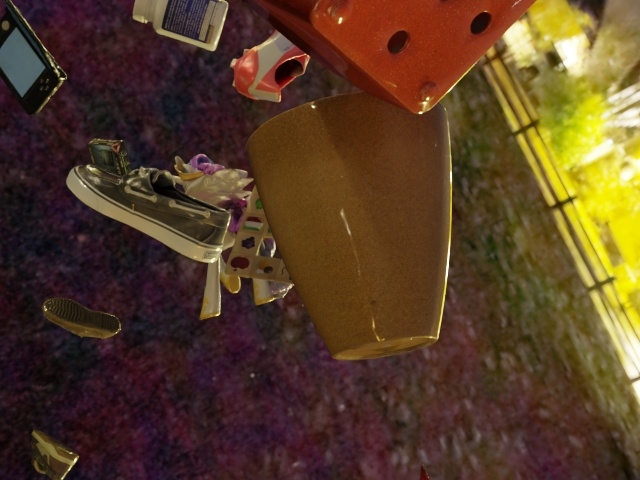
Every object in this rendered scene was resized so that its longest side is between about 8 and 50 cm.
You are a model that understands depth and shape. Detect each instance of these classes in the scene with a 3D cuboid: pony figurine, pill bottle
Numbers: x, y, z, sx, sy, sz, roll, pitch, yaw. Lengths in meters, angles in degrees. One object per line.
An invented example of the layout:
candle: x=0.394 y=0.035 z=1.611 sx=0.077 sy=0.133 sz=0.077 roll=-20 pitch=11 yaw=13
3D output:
pony figurine: x=-0.175 y=-0.042 z=1.832 sx=0.303 sy=0.351 sz=0.363 roll=-13 pitch=86 yaw=-47
pill bottle: x=-0.302 y=-0.488 z=1.875 sx=0.186 sy=0.112 sz=0.112 roll=17 pitch=32 yaw=-9

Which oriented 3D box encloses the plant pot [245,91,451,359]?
plant pot: x=0.049 y=-0.001 z=0.979 sx=0.237 sy=0.237 sz=0.254 roll=22 pitch=56 yaw=-62

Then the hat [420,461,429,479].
hat: x=0.064 y=0.365 z=0.826 sx=0.208 sy=0.173 sz=0.183 roll=-13 pitch=32 yaw=-32

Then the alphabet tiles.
alphabet tiles: x=-0.008 y=-0.011 z=1.347 sx=0.009 sy=0.237 sz=0.198 roll=86 pitch=15 yaw=-52

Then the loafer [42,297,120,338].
loafer: x=-0.452 y=0.153 z=1.630 sx=0.148 sy=0.050 sz=0.056 roll=23 pitch=40 yaw=-18

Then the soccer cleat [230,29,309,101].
soccer cleat: x=-0.041 y=-0.302 z=1.353 sx=0.248 sy=0.095 sz=0.083 roll=-52 pitch=158 yaw=-31

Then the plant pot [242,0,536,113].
plant pot: x=0.044 y=-0.265 z=0.724 sx=0.267 sy=0.267 sz=0.236 roll=28 pitch=21 yaw=-52

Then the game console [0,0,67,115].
game console: x=-0.363 y=-0.226 z=1.026 sx=0.122 sy=0.107 sz=0.071 roll=53 pitch=22 yaw=14

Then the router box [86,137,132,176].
router box: x=-0.509 y=-0.185 z=2.116 sx=0.038 sy=0.092 sz=0.122 roll=-48 pitch=136 yaw=-50

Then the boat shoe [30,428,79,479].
boat shoe: x=-0.580 y=0.457 z=1.847 sx=0.080 sy=0.223 sz=0.073 roll=36 pitch=71 yaw=-27

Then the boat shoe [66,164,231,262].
boat shoe: x=-0.279 y=-0.072 z=1.418 sx=0.301 sy=0.102 sz=0.108 roll=27 pitch=16 yaw=21

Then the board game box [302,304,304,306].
board game box: x=0.057 y=0.066 z=1.163 sx=0.026 sy=0.154 sz=0.103 roll=29 pitch=-21 yaw=47
